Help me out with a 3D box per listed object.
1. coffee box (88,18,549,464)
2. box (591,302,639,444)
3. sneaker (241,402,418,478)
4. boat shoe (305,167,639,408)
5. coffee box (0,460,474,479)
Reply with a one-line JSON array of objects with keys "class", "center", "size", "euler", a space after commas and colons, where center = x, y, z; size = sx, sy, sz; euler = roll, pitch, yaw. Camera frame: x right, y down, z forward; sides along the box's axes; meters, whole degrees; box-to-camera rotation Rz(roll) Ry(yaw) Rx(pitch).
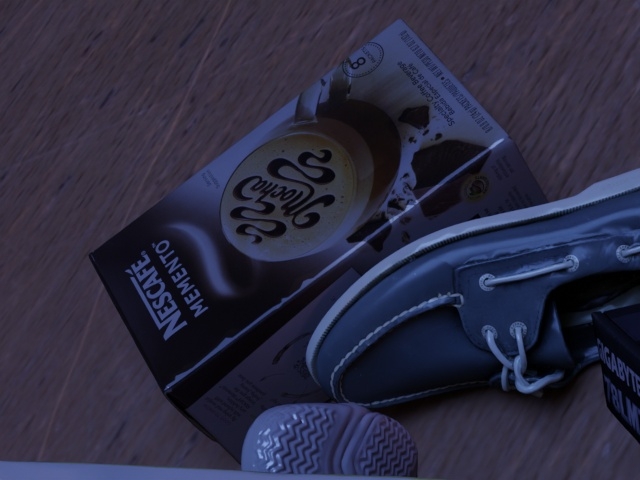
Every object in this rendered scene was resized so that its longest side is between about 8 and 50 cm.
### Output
[{"class": "coffee box", "center": [0.000, 0.000, 1.237], "size": [0.297, 0.119, 0.168], "euler": [-37, 47, 1]}, {"class": "box", "center": [0.319, 0.072, 0.861], "size": [0.295, 0.073, 0.293], "euler": [-11, 12, -3]}, {"class": "sneaker", "center": [0.001, 0.171, 1.014], "size": [0.153, 0.268, 0.101], "euler": [-4, 63, 36]}, {"class": "boat shoe", "center": [0.141, 0.047, 1.121], "size": [0.319, 0.116, 0.099], "euler": [-23, 44, 8]}, {"class": "coffee box", "center": [0.002, 0.328, 0.818], "size": [0.338, 0.338, 0.334], "euler": [0, 57, 22]}]
